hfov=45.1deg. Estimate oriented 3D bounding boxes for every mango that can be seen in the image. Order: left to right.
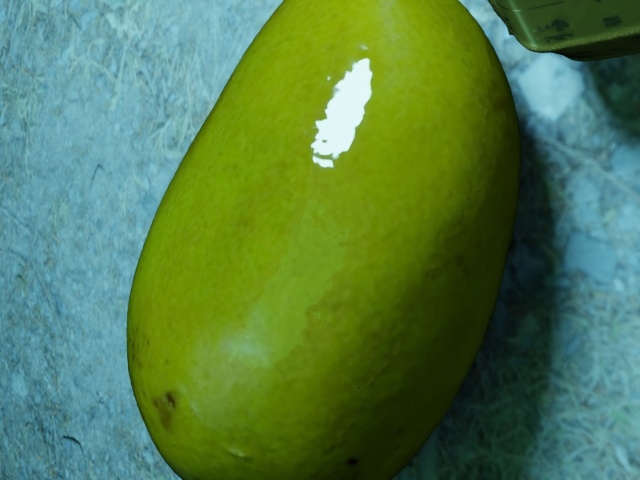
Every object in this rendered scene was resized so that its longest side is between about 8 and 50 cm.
[{"bbox_3d":[0.000,0.000,0.613,0.300,0.232,0.446,25,99,43],"label":"mango"}]

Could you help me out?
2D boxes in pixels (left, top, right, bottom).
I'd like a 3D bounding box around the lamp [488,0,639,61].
[{"bbox_3d":[0.195,-0.193,0.457,0.185,0.161,0.161,-1,93,44],"label":"lamp"}]
